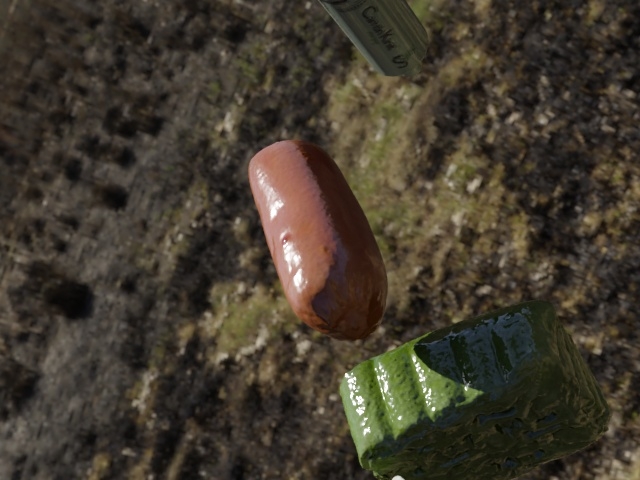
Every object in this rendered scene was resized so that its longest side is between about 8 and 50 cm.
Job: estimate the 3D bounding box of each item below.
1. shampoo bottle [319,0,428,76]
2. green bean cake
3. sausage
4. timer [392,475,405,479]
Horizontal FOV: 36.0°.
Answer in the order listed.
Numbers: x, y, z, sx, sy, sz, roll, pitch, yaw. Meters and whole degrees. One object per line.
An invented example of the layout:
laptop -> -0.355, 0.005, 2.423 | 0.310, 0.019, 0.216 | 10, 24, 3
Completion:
shampoo bottle -> 0.071, -0.278, 1.236 | 0.085, 0.262, 0.085 | -10, 66, 24
green bean cake -> 0.169, 0.174, 1.039 | 0.248, 0.222, 0.125 | -32, 49, 16
sausage -> 0.000, 0.000, 1.029 | 0.113, 0.113, 0.259 | -56, 34, 27
timer -> -0.027, 0.321, 0.922 | 0.175, 0.266, 0.175 | 33, 130, 51
